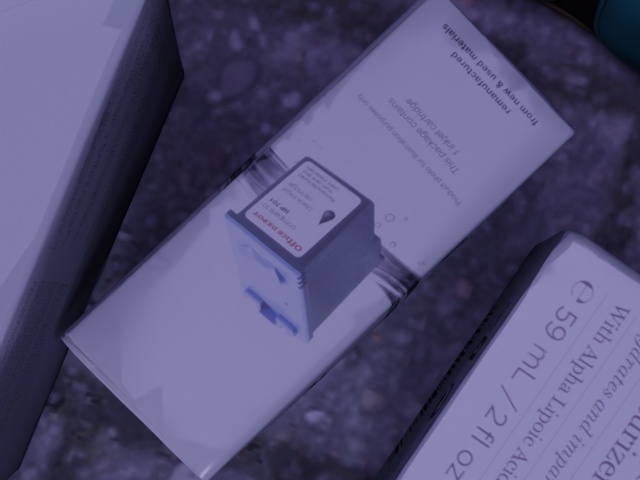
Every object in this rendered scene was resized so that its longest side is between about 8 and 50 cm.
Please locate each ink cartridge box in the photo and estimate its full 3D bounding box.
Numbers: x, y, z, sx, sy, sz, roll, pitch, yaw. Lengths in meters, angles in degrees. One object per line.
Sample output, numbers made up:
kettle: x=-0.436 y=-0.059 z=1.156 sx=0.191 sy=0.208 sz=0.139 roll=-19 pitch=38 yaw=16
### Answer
ink cartridge box: x=0.000 y=0.000 z=0.669 sx=0.190 sy=0.139 sz=0.082 roll=-45 pitch=88 yaw=-1

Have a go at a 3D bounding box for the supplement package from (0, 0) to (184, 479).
supplement package: x=-0.178 y=-0.028 z=0.608 sx=0.198 sy=0.262 sz=0.199 roll=23 pitch=87 yaw=-2

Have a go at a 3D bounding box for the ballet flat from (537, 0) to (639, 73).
ballet flat: x=0.124 y=-0.125 z=0.708 sx=0.232 sy=0.080 sz=0.073 roll=27 pitch=72 yaw=2

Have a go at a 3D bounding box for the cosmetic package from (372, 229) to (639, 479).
cosmetic package: x=0.123 y=0.110 z=0.651 sx=0.183 sy=0.151 sz=0.151 roll=34 pitch=89 yaw=4
